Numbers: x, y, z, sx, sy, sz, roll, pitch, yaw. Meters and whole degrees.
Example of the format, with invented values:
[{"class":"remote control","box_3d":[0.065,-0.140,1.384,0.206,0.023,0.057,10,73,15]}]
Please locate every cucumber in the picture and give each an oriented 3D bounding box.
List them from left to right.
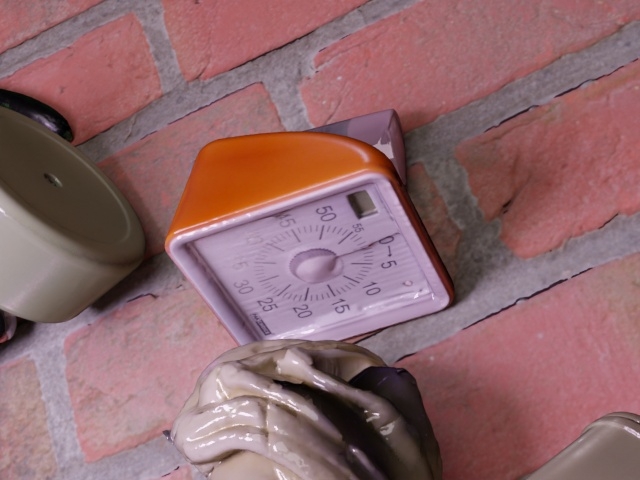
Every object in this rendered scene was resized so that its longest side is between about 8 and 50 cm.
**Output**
[{"class":"cucumber","box_3d":[-0.465,-0.194,1.917,0.284,0.056,0.056,18,69,26]}]

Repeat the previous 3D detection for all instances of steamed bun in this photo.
[{"class":"steamed bun","box_3d":[0.002,0.219,1.323,0.206,0.275,0.320,-41,62,30]}]

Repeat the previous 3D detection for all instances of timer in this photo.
[{"class":"timer","box_3d":[-0.418,0.037,1.654,0.315,0.291,0.290,-49,52,15]},{"class":"timer","box_3d":[0.000,0.000,1.477,0.250,0.257,0.161,-5,52,23]}]

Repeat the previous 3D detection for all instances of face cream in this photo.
[{"class":"face cream","box_3d":[-0.028,-0.086,1.650,0.269,0.073,0.107,-13,61,16]}]

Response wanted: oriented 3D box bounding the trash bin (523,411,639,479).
[{"class":"trash bin","box_3d":[0.267,0.290,1.200,0.247,0.121,0.243,-28,44,-34]}]
